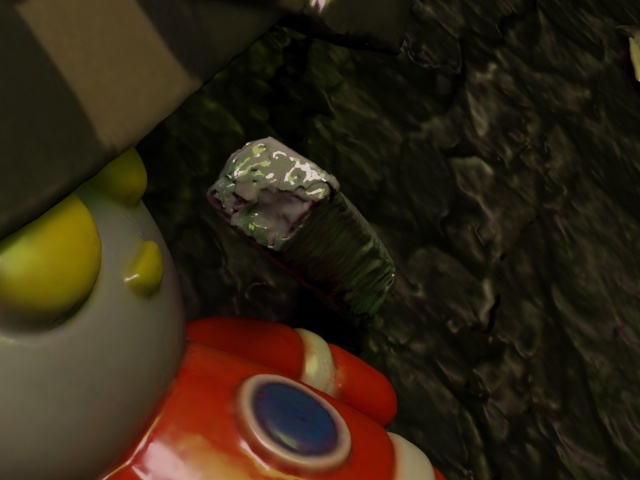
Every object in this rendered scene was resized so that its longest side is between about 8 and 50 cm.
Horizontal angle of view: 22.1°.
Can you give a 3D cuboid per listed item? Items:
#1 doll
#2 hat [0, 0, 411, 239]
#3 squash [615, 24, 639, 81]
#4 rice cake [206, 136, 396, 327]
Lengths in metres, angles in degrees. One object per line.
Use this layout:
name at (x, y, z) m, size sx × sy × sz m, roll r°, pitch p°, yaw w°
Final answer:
doll at (-0.054, 0.047, 0.495) m, size 0.336 × 0.105 × 0.200 m, roll 40°, pitch 30°, yaw -11°
hat at (-0.138, -0.172, 0.449) m, size 0.366 × 0.257 × 0.381 m, roll 26°, pitch 17°, yaw 7°
squash at (0.215, 0.006, 0.835) m, size 0.093 × 0.169 × 0.252 m, roll 19°, pitch 14°, yaw -33°
rice cake at (-0.001, 0.000, 0.549) m, size 0.033 × 0.033 × 0.207 m, roll 40°, pitch -1°, yaw 12°
